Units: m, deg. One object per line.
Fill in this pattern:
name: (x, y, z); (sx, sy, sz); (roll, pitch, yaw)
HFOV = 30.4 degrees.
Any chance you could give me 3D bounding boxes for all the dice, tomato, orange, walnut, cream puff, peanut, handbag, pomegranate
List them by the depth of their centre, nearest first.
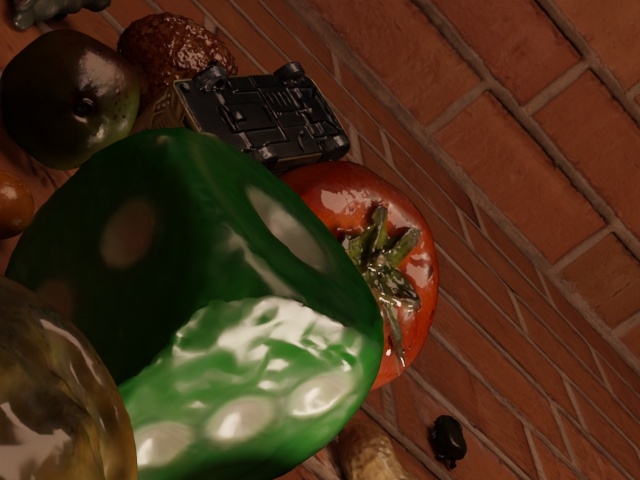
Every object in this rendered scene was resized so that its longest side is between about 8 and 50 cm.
walnut: (-0.265, 0.158, 0.804); (0.253, 0.282, 0.277); (-42, 101, -35)
dice: (-0.136, 0.081, 1.222); (0.297, 0.300, 0.287); (28, 25, -49)
orange: (-0.355, -0.041, 1.294); (0.083, 0.070, 0.083); (46, 13, -14)
pomegranate: (-0.331, -0.183, 1.520); (0.180, 0.180, 0.209); (42, -14, -28)
peanut: (0.092, 0.339, 1.628); (0.228, 0.085, 0.104); (54, 8, 15)
tomato: (0.007, 0.061, 1.677); (0.341, 0.272, 0.341); (15, 64, -33)
cream puff: (-0.227, -0.274, 1.970); (0.240, 0.164, 0.240); (49, 12, -15)
handbag: (0.220, 0.337, 2.018); (0.072, 0.047, 0.111); (38, 21, -22)

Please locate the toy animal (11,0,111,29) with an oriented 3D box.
toy animal: (-0.418, -0.397, 1.819); (0.108, 0.138, 0.236); (31, 28, 19)

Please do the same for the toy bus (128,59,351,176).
toy bus: (-0.121, -0.154, 1.815); (0.365, 0.202, 0.177); (-14, 70, -56)
